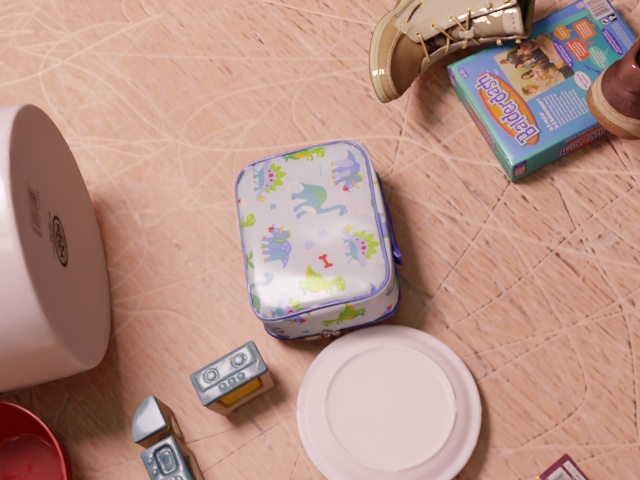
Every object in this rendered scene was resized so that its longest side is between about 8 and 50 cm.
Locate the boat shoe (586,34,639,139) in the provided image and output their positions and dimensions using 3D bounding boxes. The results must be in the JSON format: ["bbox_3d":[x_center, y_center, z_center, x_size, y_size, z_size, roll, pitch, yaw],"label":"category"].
[{"bbox_3d":[0.446,-0.236,1.165,0.342,0.123,0.123,-29,67,-20],"label":"boat shoe"}]

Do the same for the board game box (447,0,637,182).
[{"bbox_3d":[0.281,-0.185,1.251,0.210,0.047,0.160,-26,66,-1],"label":"board game box"}]

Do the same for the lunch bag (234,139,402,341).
[{"bbox_3d":[0.000,0.000,1.204,0.176,0.090,0.219,-15,60,8],"label":"lunch bag"}]

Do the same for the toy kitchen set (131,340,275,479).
[{"bbox_3d":[-0.101,0.231,1.116,0.166,0.122,0.207,-29,66,-1],"label":"toy kitchen set"}]

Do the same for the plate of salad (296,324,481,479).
[{"bbox_3d":[0.074,0.187,1.141,0.199,0.048,0.200,-1,62,2],"label":"plate of salad"}]

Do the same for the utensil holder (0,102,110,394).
[{"bbox_3d":[-0.465,0.039,1.167,0.385,0.328,0.328,-13,66,3],"label":"utensil holder"}]

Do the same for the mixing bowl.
[{"bbox_3d":[-0.344,0.264,1.154,0.181,0.098,0.182,-1,84,9],"label":"mixing bowl"}]

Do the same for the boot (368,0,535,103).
[{"bbox_3d":[0.158,-0.244,1.239,0.165,0.077,0.213,2,44,30],"label":"boot"}]

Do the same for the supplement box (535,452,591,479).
[{"bbox_3d":[0.249,0.254,1.056,0.043,0.083,0.055,-38,66,-6],"label":"supplement box"}]
